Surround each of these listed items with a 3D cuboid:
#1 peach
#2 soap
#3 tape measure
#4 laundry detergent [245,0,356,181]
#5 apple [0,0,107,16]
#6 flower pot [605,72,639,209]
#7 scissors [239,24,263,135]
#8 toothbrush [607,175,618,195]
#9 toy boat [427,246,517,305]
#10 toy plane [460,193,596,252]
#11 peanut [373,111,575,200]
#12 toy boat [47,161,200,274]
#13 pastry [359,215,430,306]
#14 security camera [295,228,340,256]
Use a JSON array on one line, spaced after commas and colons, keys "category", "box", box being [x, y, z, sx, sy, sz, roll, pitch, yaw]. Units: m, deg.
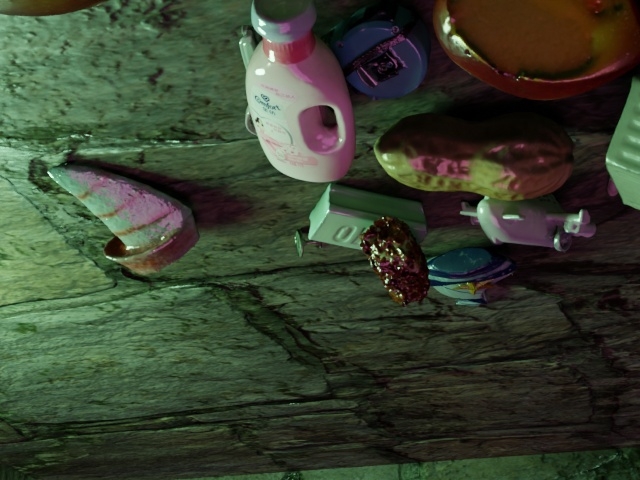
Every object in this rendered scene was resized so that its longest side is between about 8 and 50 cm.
[{"category": "peach", "box": [0.269, -0.250, 0.994, 0.267, 0.159, 0.154, 17, -170, 9]}, {"category": "soap", "box": [0.089, -0.034, 1.510, 0.197, 0.067, 0.119, 11, 150, -16]}, {"category": "tape measure", "box": [0.084, -0.255, 1.119, 0.146, 0.081, 0.125, -24, 126, 38]}, {"category": "laundry detergent", "box": [-0.031, -0.205, 1.128, 0.158, 0.088, 0.335, 13, 153, 12]}, {"category": "apple", "box": [-0.289, -0.357, 0.783, 0.316, 0.288, 0.288, -6, 151, 37]}, {"category": "flower pot", "box": [0.537, -0.130, 1.134, 0.189, 0.209, 0.239, 31, 172, 43]}, {"category": "scissors", "box": [-0.078, -0.230, 1.219, 0.118, 0.031, 0.242, -6, 153, 11]}, {"category": "toothbrush", "box": [0.498, -0.157, 1.332, 0.025, 0.030, 0.307, 7, 153, 12]}, {"category": "toy boat", "box": [0.307, 0.085, 1.736, 0.220, 0.067, 0.291, -6, 160, 14]}, {"category": "toy plane", "box": [0.351, -0.044, 1.423, 0.244, 0.118, 0.245, 6, 180, 0]}, {"category": "peanut", "box": [0.238, -0.133, 1.269, 0.313, 0.149, 0.149, 6, 149, 1]}, {"category": "toy boat", "box": [-0.358, -0.058, 1.492, 0.206, 0.096, 0.282, -23, 130, 24]}, {"category": "pastry", "box": [0.140, 0.042, 1.471, 0.097, 0.115, 0.208, -20, 143, 10]}, {"category": "security camera", "box": [0.000, 0.000, 1.597, 0.092, 0.058, 0.058, -6, 151, -12]}]
